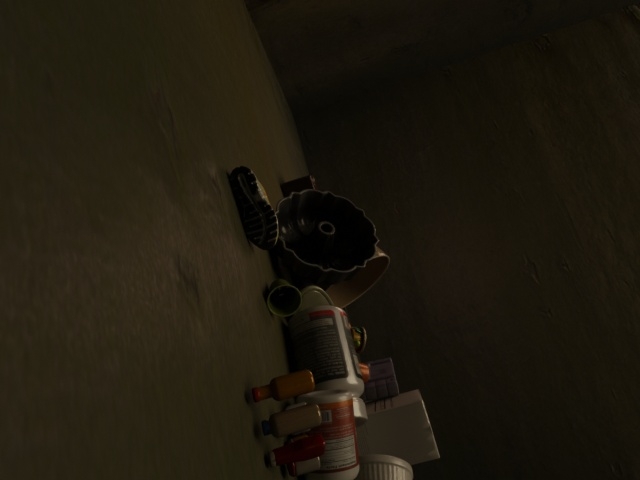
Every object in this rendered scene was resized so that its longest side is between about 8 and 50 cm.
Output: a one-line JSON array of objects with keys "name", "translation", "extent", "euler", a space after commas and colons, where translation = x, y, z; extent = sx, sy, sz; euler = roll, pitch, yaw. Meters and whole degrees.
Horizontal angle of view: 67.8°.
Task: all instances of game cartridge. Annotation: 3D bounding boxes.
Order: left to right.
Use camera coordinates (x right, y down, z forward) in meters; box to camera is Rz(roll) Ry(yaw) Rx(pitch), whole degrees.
[{"name": "game cartridge", "translation": [0.161, 0.509, 1.748], "extent": [0.355, 0.230, 0.068], "euler": [9, 72, -85]}]

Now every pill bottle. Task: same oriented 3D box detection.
[{"name": "pill bottle", "translation": [0.017, 0.321, 1.193], "extent": [0.161, 0.161, 0.283], "euler": [66, 9, -56]}, {"name": "pill bottle", "translation": [0.017, 0.429, 0.994], "extent": [0.121, 0.121, 0.216], "euler": [51, 33, -77]}]

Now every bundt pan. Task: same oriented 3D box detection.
[{"name": "bundt pan", "translation": [0.000, 0.000, 1.446], "extent": [0.124, 0.331, 0.330], "euler": [115, -29, -46]}]

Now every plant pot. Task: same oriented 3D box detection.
[{"name": "plant pot", "translation": [-0.094, 0.130, 1.160], "extent": [0.079, 0.083, 0.083], "euler": [-125, -165, -67]}]

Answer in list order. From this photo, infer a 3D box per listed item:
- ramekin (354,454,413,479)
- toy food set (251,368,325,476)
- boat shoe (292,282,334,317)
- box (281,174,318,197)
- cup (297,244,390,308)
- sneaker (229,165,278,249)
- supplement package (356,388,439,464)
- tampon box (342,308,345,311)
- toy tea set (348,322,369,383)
[{"name": "ramekin", "translation": [0.152, 0.679, 1.296], "extent": [0.109, 0.207, 0.207], "euler": [-87, 161, -49]}, {"name": "toy food set", "translation": [-0.060, 0.344, 0.848], "extent": [0.111, 0.105, 0.232], "euler": [-118, -155, -46]}, {"name": "boat shoe", "translation": [-0.018, 0.219, 1.389], "extent": [0.113, 0.127, 0.340], "euler": [59, -4, 44]}, {"name": "box", "translation": [-0.041, -0.085, 2.055], "extent": [0.191, 0.143, 0.381], "euler": [-76, 147, -80]}, {"name": "cup", "translation": [0.043, 0.077, 1.682], "extent": [0.237, 0.331, 0.331], "euler": [53, -3, 22]}, {"name": "sneaker", "translation": [-0.151, -0.078, 1.159], "extent": [0.094, 0.082, 0.208], "euler": [-18, 91, -87]}, {"name": "supplement package", "translation": [0.201, 0.607, 1.505], "extent": [0.175, 0.293, 0.177], "euler": [38, 36, -81]}, {"name": "tampon box", "translation": [0.043, 0.273, 1.974], "extent": [0.161, 0.102, 0.120], "euler": [-102, 174, -49]}, {"name": "toy tea set", "translation": [0.056, 0.362, 1.575], "extent": [0.336, 0.124, 0.199], "euler": [171, -70, -73]}]
